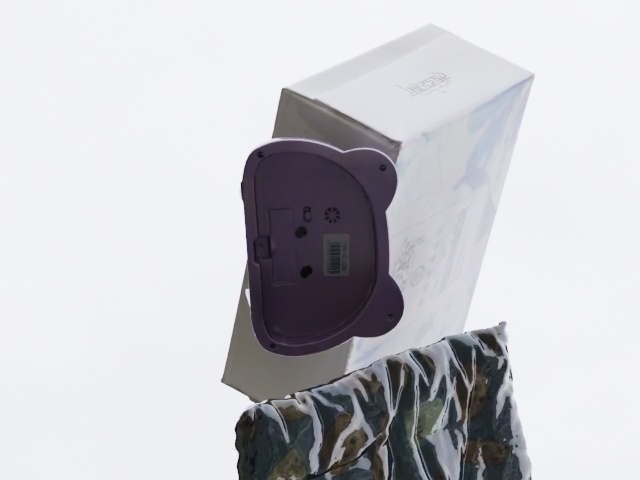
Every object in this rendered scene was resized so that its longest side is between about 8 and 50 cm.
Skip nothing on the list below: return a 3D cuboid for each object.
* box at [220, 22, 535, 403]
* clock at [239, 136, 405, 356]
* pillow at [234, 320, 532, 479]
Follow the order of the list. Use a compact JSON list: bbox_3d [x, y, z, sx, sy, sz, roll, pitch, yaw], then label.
[{"bbox_3d":[0.045,-0.009,1.551,0.116,0.203,0.274,29,-57,26],"label":"box"},{"bbox_3d":[0.000,0.000,1.383,0.110,0.050,0.153,-4,-78,-2],"label":"clock"},{"bbox_3d":[0.051,0.166,1.254,0.034,0.255,0.189,-2,-80,45],"label":"pillow"}]
